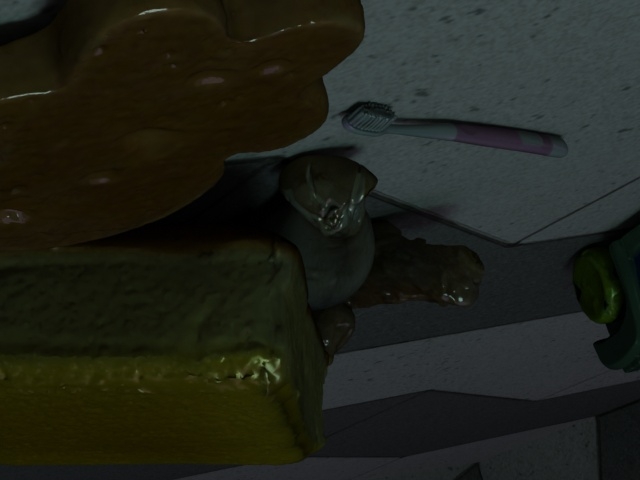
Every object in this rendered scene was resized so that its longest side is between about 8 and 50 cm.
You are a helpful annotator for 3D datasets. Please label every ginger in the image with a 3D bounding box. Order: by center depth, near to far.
[{"bbox_3d":[0.017,0.057,1.344,0.290,0.122,0.084,-20,136,21],"label":"ginger"}]

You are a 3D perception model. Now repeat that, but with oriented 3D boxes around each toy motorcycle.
[{"bbox_3d":[0.445,0.051,1.583,0.191,0.200,0.326,-10,164,-15],"label":"toy motorcycle"}]

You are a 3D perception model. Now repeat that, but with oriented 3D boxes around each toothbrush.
[{"bbox_3d":[0.123,-0.089,1.146,0.286,0.020,0.025,2,149,-46],"label":"toothbrush"}]

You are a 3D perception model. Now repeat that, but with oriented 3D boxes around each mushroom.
[{"bbox_3d":[0.000,0.000,1.199,0.116,0.093,0.225,11,162,-12],"label":"mushroom"}]

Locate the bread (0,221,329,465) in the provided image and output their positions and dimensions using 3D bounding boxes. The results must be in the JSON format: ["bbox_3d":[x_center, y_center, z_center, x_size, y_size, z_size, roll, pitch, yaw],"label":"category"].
[{"bbox_3d":[-0.164,0.099,1.169,0.333,0.143,0.323,0,158,2],"label":"bread"}]

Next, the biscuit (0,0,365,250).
[{"bbox_3d":[-0.130,-0.080,0.895,0.275,0.052,0.355,-4,161,-34],"label":"biscuit"}]
